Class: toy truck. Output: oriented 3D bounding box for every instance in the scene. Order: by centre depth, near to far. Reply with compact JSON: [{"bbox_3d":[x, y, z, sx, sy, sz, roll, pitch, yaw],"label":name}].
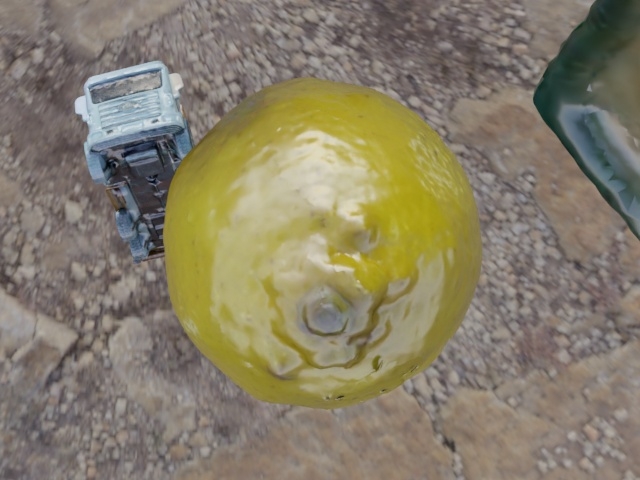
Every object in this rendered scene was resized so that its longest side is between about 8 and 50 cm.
[{"bbox_3d":[-0.128,-0.069,0.935,0.080,0.178,0.115,-13,62,-2],"label":"toy truck"}]

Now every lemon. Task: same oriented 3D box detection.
[{"bbox_3d":[0.000,0.000,0.781,0.204,0.260,0.204,0,109,-1],"label":"lemon"}]

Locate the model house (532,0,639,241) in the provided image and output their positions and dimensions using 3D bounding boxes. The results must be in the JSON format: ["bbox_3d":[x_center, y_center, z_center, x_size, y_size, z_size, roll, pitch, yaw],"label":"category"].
[{"bbox_3d":[0.313,-0.128,0.589,0.382,0.342,0.334,-44,137,-24],"label":"model house"}]
